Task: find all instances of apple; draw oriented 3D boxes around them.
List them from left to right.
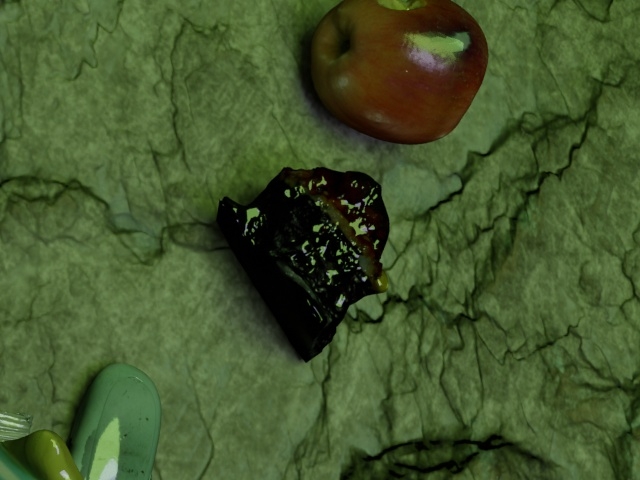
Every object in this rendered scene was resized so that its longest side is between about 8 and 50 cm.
[{"bbox_3d":[0.083,-0.201,2.081,0.199,0.199,0.199,11,70,-33],"label":"apple"}]

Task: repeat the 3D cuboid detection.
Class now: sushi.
[{"bbox_3d":[0.000,0.000,1.972,0.150,0.153,0.172,-34,77,-17],"label":"sushi"}]

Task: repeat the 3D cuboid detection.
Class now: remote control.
[{"bbox_3d":[-0.209,0.242,1.819,0.097,0.045,0.256,21,68,-29],"label":"remote control"}]

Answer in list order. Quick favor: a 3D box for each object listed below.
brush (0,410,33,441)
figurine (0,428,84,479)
[{"bbox_3d":[-0.413,0.174,1.713,0.314,0.017,0.090,15,68,-30],"label":"brush"},{"bbox_3d":[-0.396,0.278,1.532,0.361,0.266,0.378,51,47,4],"label":"figurine"}]
